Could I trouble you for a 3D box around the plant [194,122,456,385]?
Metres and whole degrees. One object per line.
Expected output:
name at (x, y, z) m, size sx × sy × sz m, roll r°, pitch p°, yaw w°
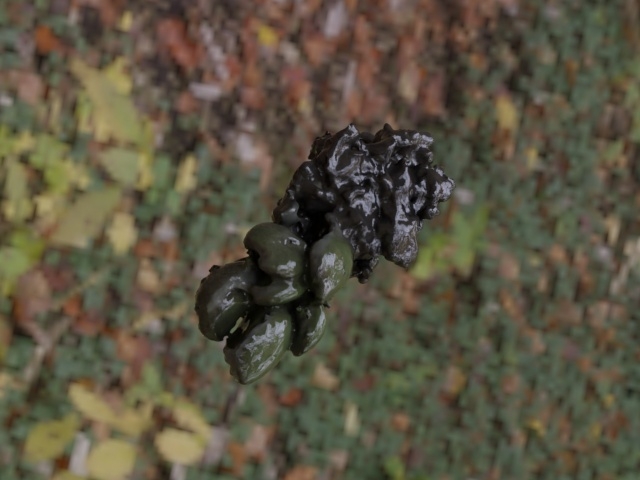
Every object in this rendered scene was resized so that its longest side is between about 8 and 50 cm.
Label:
plant at (0.000, 0.000, 0.942) m, size 0.174 × 0.085 × 0.087 m, roll -46°, pitch 159°, yaw -33°
